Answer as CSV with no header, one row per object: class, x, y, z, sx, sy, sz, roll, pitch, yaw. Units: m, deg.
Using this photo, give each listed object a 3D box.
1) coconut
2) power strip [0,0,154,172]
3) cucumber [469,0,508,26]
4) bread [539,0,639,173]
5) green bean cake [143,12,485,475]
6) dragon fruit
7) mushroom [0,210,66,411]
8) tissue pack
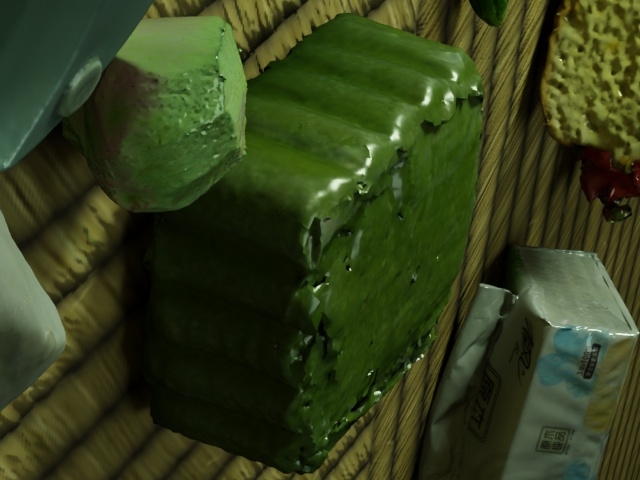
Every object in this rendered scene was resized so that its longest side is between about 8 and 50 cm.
coconut,-0.070,-0.054,0.679,0.083,0.081,0.082,124,-42,-82
power strip,-0.076,-0.125,0.533,0.167,0.054,0.253,-52,173,-28
cucumber,0.107,-0.199,1.016,0.039,0.039,0.168,-53,157,-33
bread,0.269,-0.177,1.288,0.139,0.143,0.229,-24,135,-60
green bean cake,0.000,0.000,0.848,0.214,0.113,0.200,-46,151,-43
dragon fruit,0.316,-0.101,1.476,0.166,0.172,0.160,27,46,-62
mushroom,-0.153,-0.035,0.461,0.118,0.103,0.270,-51,149,-35
tissue pack,0.169,0.136,1.407,0.159,0.145,0.229,-100,-158,-64
